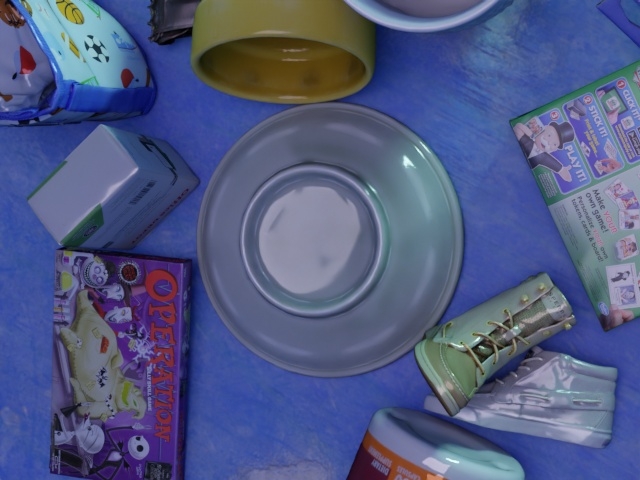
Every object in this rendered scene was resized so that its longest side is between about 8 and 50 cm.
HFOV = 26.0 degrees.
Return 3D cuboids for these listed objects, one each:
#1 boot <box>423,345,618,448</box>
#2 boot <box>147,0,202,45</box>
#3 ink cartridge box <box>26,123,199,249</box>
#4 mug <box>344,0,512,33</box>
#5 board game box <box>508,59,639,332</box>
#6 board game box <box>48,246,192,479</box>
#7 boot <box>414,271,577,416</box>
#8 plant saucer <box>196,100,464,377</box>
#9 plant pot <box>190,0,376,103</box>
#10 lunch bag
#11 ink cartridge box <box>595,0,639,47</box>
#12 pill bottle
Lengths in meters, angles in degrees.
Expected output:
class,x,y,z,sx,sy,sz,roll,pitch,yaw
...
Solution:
class,x,y,z,sx,sy,sz,roll,pitch,yaw
boot,0.277,0.202,1.907,0.258,0.095,0.123,10,86,8
boot,-0.245,-0.401,2.036,0.262,0.091,0.229,-3,89,14
ink cartridge box,-0.292,-0.071,1.988,0.160,0.219,0.092,-43,77,11
mug,0.167,-0.452,1.782,0.276,0.328,0.374,13,101,12
board game box,0.417,-0.062,1.878,0.213,0.046,0.317,-24,84,14
board game box,-0.298,0.189,2.059,0.208,0.056,0.347,4,99,12
boot,0.234,0.130,1.824,0.203,0.262,0.095,-28,94,12
plant saucer,0.000,0.000,1.968,0.400,0.100,0.401,0,91,15
plant pot,-0.048,-0.342,1.914,0.254,0.254,0.239,-2,75,16
lunch bag,-0.451,-0.285,1.972,0.385,0.328,0.239,32,103,11
ink cartridge box,0.522,-0.409,1.734,0.270,0.151,0.395,36,100,-23
pill bottle,0.104,0.445,1.878,0.224,0.224,0.392,23,96,14
